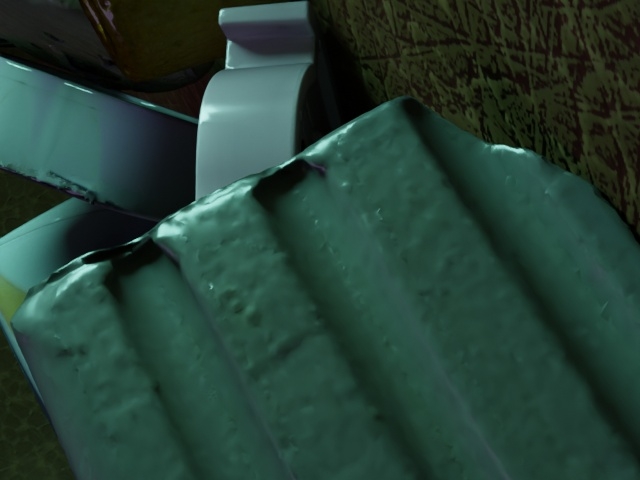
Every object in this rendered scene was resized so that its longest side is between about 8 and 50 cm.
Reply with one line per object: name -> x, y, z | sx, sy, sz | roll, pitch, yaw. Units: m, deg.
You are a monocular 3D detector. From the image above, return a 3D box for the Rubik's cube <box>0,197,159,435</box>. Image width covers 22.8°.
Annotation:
Rubik's cube -> -0.159, 0.137, 1.876 | 0.347, 0.352, 0.352 | 52, 169, 44

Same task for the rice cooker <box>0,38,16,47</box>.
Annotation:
rice cooker -> -0.316, -0.330, 1.704 | 0.281, 0.241, 0.227 | -74, -22, -45

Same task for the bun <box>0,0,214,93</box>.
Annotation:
bun -> -0.216, -0.243, 1.508 | 0.272, 0.168, 0.273 | 17, 168, 4

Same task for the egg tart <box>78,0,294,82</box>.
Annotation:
egg tart -> -0.127, -0.225, 1.305 | 0.203, 0.147, 0.202 | 59, 172, 13

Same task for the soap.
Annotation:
soap -> 0.066, 0.153, 0.910 | 0.435, 0.350, 0.213 | 57, 177, 29

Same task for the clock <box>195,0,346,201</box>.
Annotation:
clock -> -0.030, 0.002, 1.259 | 0.290, 0.080, 0.275 | 70, -158, -54

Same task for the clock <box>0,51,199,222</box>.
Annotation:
clock -> -0.221, -0.104, 1.638 | 0.338, 0.102, 0.338 | 19, -175, -2
